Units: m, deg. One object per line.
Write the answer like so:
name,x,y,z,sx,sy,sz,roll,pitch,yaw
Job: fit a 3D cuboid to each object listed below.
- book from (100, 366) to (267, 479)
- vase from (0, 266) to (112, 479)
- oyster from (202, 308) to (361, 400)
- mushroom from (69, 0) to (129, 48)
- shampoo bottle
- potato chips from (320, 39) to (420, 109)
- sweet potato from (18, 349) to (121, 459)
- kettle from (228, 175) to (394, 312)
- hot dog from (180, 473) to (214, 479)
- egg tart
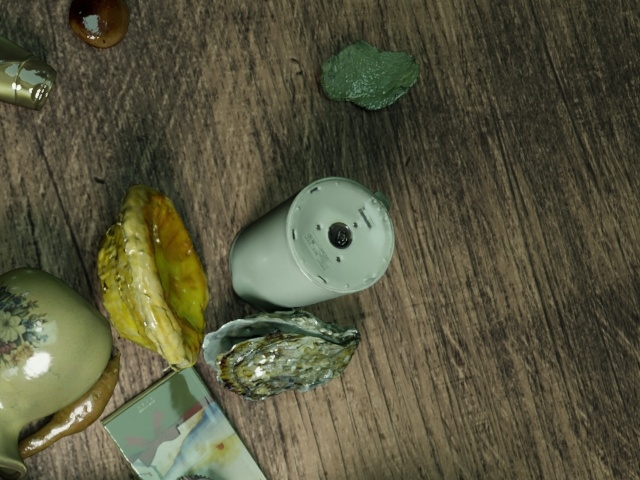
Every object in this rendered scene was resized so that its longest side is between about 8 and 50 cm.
book,-0.241,0.392,1.848,0.201,0.026,0.289,-36,94,-26
vase,-0.534,0.189,1.674,0.329,0.241,0.302,28,70,18
oyster,-0.056,0.206,1.915,0.351,0.162,0.158,-6,65,-37
mushroom,-0.419,-0.426,1.939,0.123,0.052,0.123,6,76,-27
shampoo bottle,-0.645,-0.337,1.801,0.350,0.084,0.125,25,68,-18
potato chips,0.100,-0.357,2.152,0.228,0.059,0.167,8,69,-17
sweet potato,-0.429,0.301,1.759,0.269,0.075,0.075,-44,98,-18
kettle,-0.014,-0.004,1.875,0.205,0.318,0.265,28,68,-16
hot dog,-0.217,0.510,1.786,0.108,0.059,0.191,13,79,-6
egg tart,-0.300,0.069,1.775,0.132,0.341,0.341,-14,83,9
